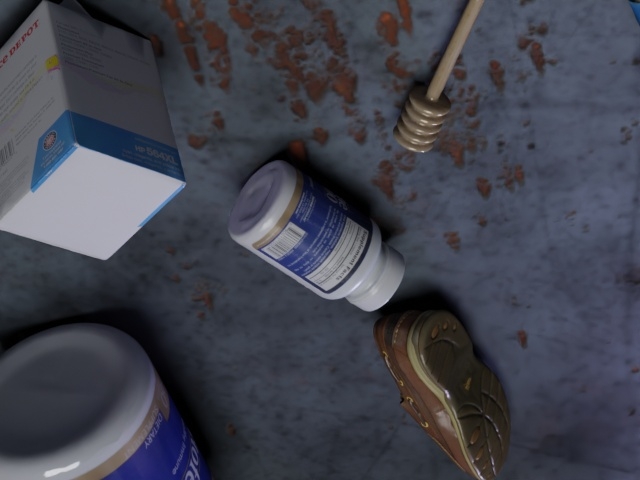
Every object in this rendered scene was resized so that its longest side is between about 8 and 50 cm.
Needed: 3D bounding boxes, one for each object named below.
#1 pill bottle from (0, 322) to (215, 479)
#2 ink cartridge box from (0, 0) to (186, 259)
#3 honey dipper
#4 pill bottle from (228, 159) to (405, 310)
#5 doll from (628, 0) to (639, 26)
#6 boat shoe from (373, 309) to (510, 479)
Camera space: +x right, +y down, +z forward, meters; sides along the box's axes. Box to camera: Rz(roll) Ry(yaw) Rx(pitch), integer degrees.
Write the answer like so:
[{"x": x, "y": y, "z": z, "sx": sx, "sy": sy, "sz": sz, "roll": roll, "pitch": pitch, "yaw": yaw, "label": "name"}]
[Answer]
[{"x": -0.159, "y": 0.202, "z": 1.464, "sx": 0.153, "sy": 0.153, "sz": 0.264, "roll": -12, "pitch": 132, "yaw": 12, "label": "pill bottle"}, {"x": -0.159, "y": -0.078, "z": 1.220, "sx": 0.090, "sy": 0.143, "sz": 0.092, "roll": 19, "pitch": 133, "yaw": -39, "label": "ink cartridge box"}, {"x": 0.087, "y": -0.127, "z": 1.237, "sx": 0.030, "sy": 0.030, "sz": 0.160, "roll": 14, "pitch": 128, "yaw": -11, "label": "honey dipper"}, {"x": 0.000, "y": 0.000, "z": 1.329, "sx": 0.120, "sy": 0.067, "sz": 0.067, "roll": 34, "pitch": 125, "yaw": -26, "label": "pill bottle"}, {"x": 0.261, "y": -0.156, "z": 1.191, "sx": 0.129, "sy": 0.046, "sz": 0.189, "roll": 19, "pitch": 130, "yaw": -14, "label": "doll"}, {"x": 0.095, "y": 0.116, "z": 1.447, "sx": 0.060, "sy": 0.064, "sz": 0.178, "roll": 7, "pitch": 140, "yaw": 39, "label": "boat shoe"}]
